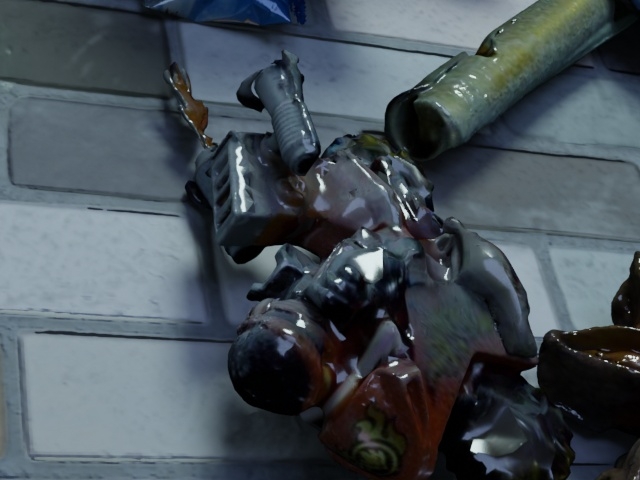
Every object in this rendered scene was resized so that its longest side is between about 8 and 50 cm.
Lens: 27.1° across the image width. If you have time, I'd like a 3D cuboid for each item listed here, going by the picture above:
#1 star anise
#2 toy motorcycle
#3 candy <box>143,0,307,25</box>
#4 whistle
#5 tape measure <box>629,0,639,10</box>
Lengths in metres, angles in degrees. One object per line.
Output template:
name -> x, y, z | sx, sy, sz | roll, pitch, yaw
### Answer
star anise -> 0.239, 0.123, 0.872 | 0.214, 0.099, 0.220 | 24, 48, 15
toy motorcycle -> 0.000, 0.000, 0.837 | 0.207, 0.134, 0.401 | -1, 53, -34
candy -> -0.079, -0.202, 1.040 | 0.136, 0.038, 0.088 | 5, 46, -10
whistle -> 0.168, -0.152, 1.099 | 0.068, 0.057, 0.326 | 46, 47, 10
tape measure -> 0.366, -0.201, 1.192 | 0.215, 0.098, 0.351 | 1, 53, -54
